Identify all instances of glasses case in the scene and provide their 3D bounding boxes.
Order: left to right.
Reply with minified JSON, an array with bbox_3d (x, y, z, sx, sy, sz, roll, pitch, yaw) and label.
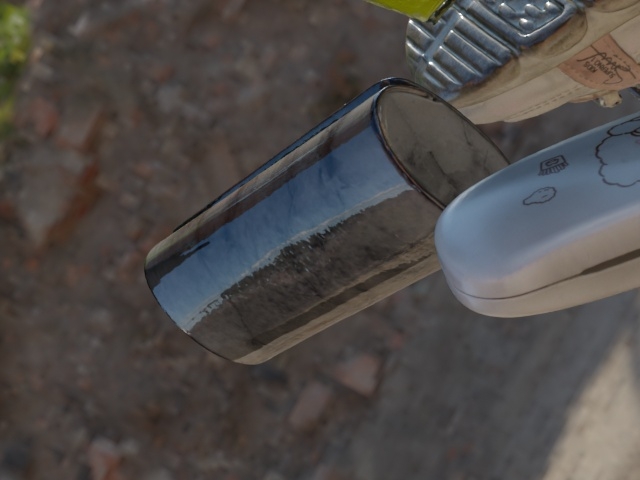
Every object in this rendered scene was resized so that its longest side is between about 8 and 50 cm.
[{"bbox_3d":[0.000,0.000,1.169,0.299,0.114,0.060,-30,21,55],"label":"glasses case"},{"bbox_3d":[0.141,-0.021,0.809,0.193,0.049,0.074,-21,34,2],"label":"glasses case"}]

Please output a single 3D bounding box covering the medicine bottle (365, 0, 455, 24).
[{"bbox_3d":[0.064,-0.247,0.980,0.250,0.141,0.137,-45,45,34],"label":"medicine bottle"}]

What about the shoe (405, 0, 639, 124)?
[{"bbox_3d":[0.246,-0.175,1.512,0.351,0.198,0.172,-32,38,6],"label":"shoe"}]
